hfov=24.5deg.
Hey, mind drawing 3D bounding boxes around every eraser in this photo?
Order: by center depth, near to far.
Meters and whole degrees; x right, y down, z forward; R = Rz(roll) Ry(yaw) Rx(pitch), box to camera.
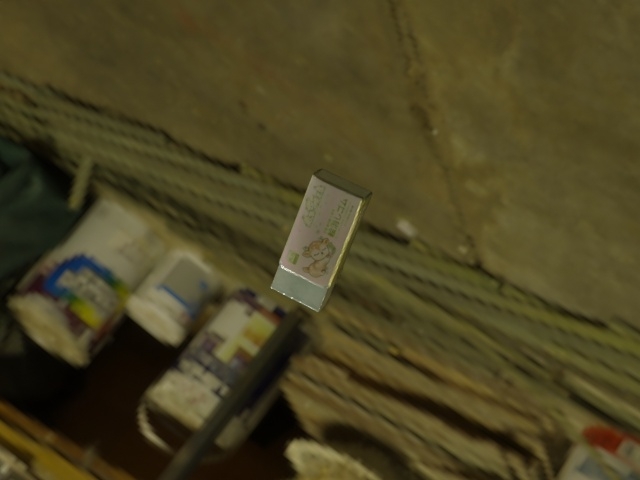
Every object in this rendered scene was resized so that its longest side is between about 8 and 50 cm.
[{"bbox_3d":[0.000,0.000,0.912,0.038,0.019,0.083,25,113,9],"label":"eraser"}]
